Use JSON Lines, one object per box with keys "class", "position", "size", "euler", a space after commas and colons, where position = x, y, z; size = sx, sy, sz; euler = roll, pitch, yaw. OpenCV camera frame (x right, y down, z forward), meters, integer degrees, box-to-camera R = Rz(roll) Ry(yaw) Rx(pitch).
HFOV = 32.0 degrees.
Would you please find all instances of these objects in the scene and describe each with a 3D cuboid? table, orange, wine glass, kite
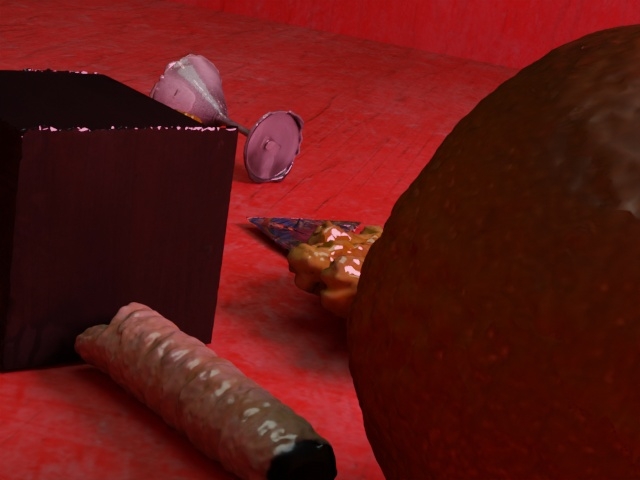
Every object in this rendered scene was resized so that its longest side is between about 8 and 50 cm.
{"class": "table", "position": [-0.188, -0.027, 0.833], "size": [0.172, 0.169, 0.193], "euler": [-4, 21, -38]}
{"class": "orange", "position": [0.198, 0.063, 0.520], "size": [0.356, 0.322, 0.322], "euler": [25, 21, 14]}
{"class": "wine glass", "position": [-0.110, -0.144, 1.351], "size": [0.183, 0.122, 0.122], "euler": [29, 25, 37]}
{"class": "kite", "position": [0.000, 0.000, 1.117], "size": [0.159, 0.010, 0.190], "euler": [15, 20, 12]}

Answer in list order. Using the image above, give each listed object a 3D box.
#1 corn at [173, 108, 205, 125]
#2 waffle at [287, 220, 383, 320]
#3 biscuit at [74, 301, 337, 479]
{"class": "corn", "position": [-0.219, -0.096, 1.165], "size": [0.091, 0.091, 0.260], "euler": [-29, -10, 38]}
{"class": "waffle", "position": [0.138, 0.045, 0.926], "size": [0.302, 0.068, 0.325], "euler": [17, 14, 24]}
{"class": "biscuit", "position": [-0.076, 0.096, 0.691], "size": [0.061, 0.055, 0.219], "euler": [-17, 30, -36]}
